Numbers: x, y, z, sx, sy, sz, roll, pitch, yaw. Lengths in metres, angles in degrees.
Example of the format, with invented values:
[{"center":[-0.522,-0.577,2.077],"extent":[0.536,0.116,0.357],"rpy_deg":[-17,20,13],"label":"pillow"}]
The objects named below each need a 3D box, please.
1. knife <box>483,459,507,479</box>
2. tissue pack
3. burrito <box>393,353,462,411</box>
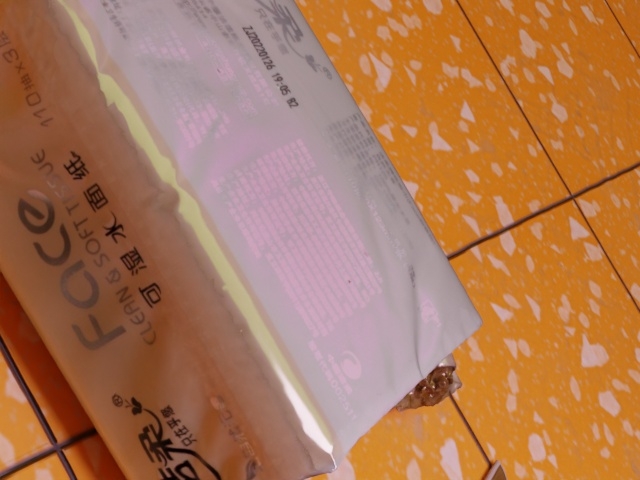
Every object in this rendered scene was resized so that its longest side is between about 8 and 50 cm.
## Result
[{"center":[0.153,0.301,1.304],"extent":[0.046,0.022,0.256],"rpy_deg":[44,37,-12],"label":"knife"},{"center":[-0.088,-0.020,1.095],"extent":[0.405,0.205,0.332],"rpy_deg":[59,30,0],"label":"tissue pack"},{"center":[0.000,0.000,1.316],"extent":[0.117,0.076,0.392],"rpy_deg":[-31,86,-49],"label":"burrito"}]
